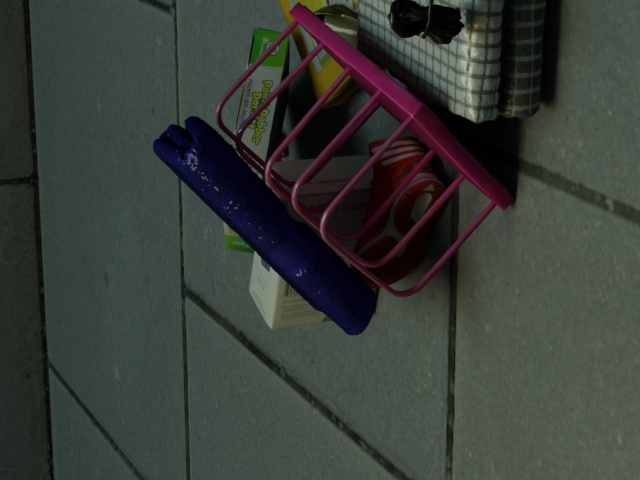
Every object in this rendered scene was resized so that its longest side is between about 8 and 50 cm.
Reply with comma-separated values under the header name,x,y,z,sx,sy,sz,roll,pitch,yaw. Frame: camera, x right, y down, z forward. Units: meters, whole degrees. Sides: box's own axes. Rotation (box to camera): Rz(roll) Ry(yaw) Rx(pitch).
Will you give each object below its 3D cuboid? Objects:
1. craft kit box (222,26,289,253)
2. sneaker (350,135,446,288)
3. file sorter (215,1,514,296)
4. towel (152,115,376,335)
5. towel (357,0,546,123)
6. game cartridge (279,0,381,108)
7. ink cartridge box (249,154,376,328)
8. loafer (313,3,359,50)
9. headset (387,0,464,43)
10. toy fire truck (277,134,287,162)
name,x,y,z,sx,sy,sz,roll,pitch,yaw
craft kit box,-0.089,-0.132,2.281,0.250,0.061,0.246,95,-172,-75
sneaker,0.090,-0.044,2.091,0.221,0.087,0.128,-56,36,42
file sorter,0.037,-0.099,1.910,0.182,0.202,0.290,-47,42,3
towel,-0.062,-0.026,1.986,0.308,0.076,0.227,45,175,-17
towel,0.147,-0.275,1.822,0.284,0.121,0.235,-141,45,-57
game cartridge,0.007,-0.367,2.138,0.323,0.053,0.285,67,154,9
ink cartridge box,0.000,0.000,2.190,0.093,0.154,0.212,-122,32,-48
loafer,0.032,-0.254,2.043,0.148,0.050,0.056,31,132,55
headset,0.204,-0.341,1.555,0.394,0.185,0.243,-48,66,21
toy fire truck,-0.066,-0.065,2.457,0.135,0.047,0.192,-150,57,-61
